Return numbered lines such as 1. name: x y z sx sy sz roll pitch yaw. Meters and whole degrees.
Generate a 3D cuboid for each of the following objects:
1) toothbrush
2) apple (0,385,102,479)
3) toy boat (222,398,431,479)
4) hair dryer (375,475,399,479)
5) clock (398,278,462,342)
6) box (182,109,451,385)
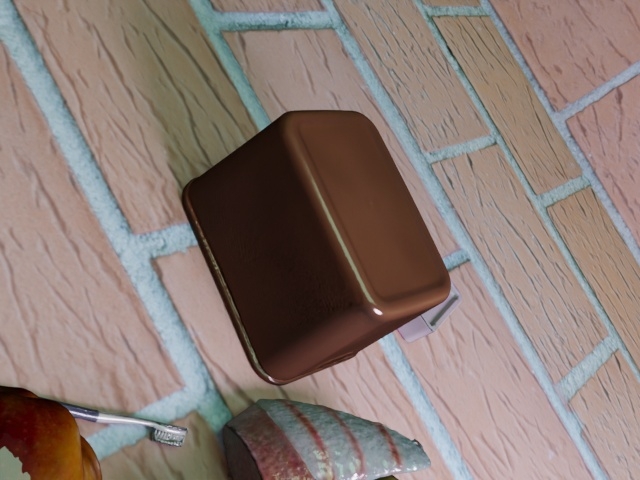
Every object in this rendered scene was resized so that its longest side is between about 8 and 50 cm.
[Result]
1. toothbrush: -0.276 0.197 0.934 0.288 0.024 0.026 24 62 -35
2. apple: -0.325 0.236 0.619 0.288 0.288 0.317 39 69 -20
3. toy boat: 0.018 0.282 1.089 0.282 0.096 0.206 -4 43 -32
4. hair dryer: 0.101 0.464 1.105 0.135 0.090 0.278 -31 94 -53
5. clock: 0.150 0.065 1.454 0.197 0.063 0.150 55 38 -1
6. box: 0.000 0.000 1.205 0.239 0.229 0.339 -11 72 -51
